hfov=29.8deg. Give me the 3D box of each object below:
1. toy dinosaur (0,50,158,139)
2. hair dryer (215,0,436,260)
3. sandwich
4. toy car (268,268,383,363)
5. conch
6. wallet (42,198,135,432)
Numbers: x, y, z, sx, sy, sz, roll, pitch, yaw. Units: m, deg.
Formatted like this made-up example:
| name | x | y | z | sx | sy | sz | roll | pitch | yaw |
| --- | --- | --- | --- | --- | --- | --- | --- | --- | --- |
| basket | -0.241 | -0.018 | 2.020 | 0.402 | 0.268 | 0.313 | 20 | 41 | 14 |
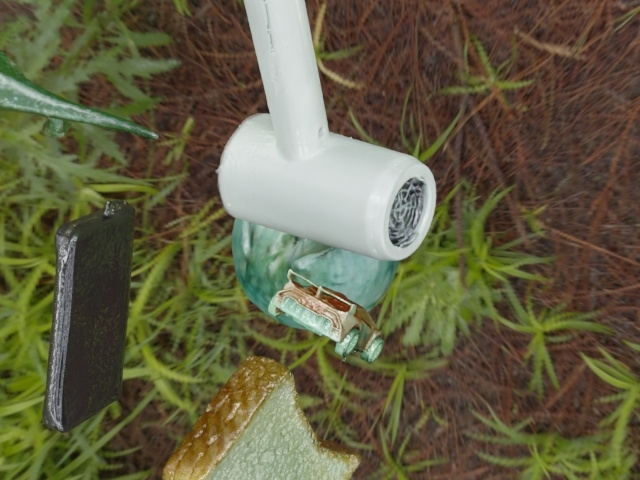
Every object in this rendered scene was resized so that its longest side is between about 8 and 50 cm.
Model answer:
| name | x | y | z | sx | sy | sz | roll | pitch | yaw |
| --- | --- | --- | --- | --- | --- | --- | --- | --- | --- |
| toy dinosaur | -0.378 | -0.188 | 1.104 | 0.447 | 0.301 | 0.087 | 4 | 56 | 23 |
| hair dryer | -0.007 | -0.100 | 0.722 | 0.131 | 0.073 | 0.236 | 17 | 133 | 33 |
| sandwich | -0.063 | 0.251 | 1.326 | 0.065 | 0.214 | 0.186 | 19 | 61 | 41 |
| toy car | 0.009 | 0.051 | 0.771 | 0.059 | 0.122 | 0.035 | 28 | 90 | 18 |
| conch | 0.001 | -0.001 | 1.221 | 0.196 | 0.202 | 0.134 | -36 | 128 | 15 |
| wallet | -0.257 | 0.080 | 1.329 | 0.044 | 0.149 | 0.250 | 12 | 107 | 17 |
